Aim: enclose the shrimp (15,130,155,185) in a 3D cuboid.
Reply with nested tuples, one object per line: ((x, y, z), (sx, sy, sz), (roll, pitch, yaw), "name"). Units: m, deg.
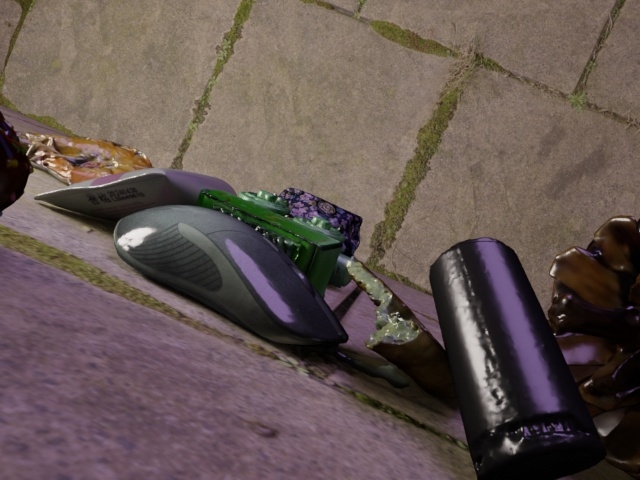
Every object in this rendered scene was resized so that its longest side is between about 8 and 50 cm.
((-0.465, -0.145, 1.033), (0.317, 0.062, 0.164), (10, 30, -21), "shrimp")

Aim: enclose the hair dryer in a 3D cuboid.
((0.184, 0.139, 0.500), (0.251, 0.089, 0.197), (49, 23, -39), "hair dryer")

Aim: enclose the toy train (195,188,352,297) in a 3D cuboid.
((-0.076, 0.009, 0.809), (0.243, 0.132, 0.188), (24, 10, 19), "toy train")

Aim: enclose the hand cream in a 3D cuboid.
((-0.242, -0.064, 0.870), (0.186, 0.118, 0.359), (-6, -4, 13), "hand cream")

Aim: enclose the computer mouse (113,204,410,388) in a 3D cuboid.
((-0.063, 0.043, 0.614), (0.379, 0.090, 0.167), (28, 5, 18), "computer mouse")

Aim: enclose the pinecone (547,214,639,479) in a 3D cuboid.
((0.402, 0.105, 0.590), (0.384, 0.384, 0.384), (24, 2, -1), "pinecone")

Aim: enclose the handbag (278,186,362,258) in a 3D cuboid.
((-0.020, -0.013, 1.210), (0.229, 0.126, 0.207), (26, 31, -8), "handbag")

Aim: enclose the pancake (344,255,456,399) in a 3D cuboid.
((0.087, 0.101, 0.627), (0.197, 0.054, 0.376), (51, 1, 17), "pancake")

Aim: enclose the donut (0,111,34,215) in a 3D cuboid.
((-0.290, -0.105, 0.382), (0.216, 0.096, 0.230), (26, -35, 62), "donut")
